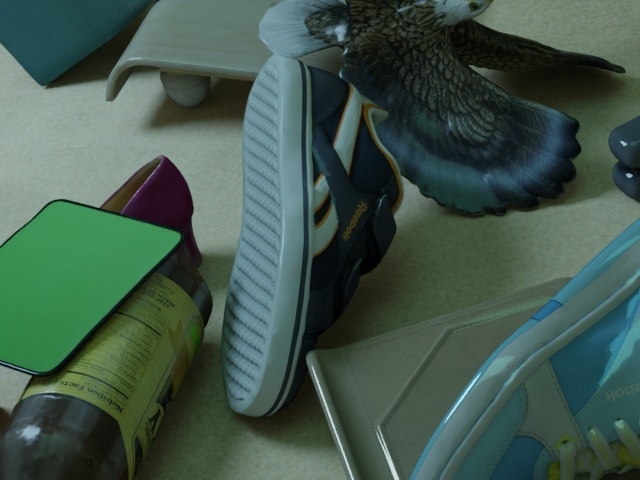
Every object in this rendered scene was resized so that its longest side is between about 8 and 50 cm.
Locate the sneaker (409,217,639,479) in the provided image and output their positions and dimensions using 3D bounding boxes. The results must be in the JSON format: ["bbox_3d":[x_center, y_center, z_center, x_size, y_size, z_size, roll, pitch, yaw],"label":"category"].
[{"bbox_3d":[0.222,0.133,1.325,0.208,0.127,0.319,41,74,21],"label":"sneaker"}]

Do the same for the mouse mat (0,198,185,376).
[{"bbox_3d":[-0.217,0.034,1.551,0.153,0.007,0.189,15,44,33],"label":"mouse mat"}]

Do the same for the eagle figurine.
[{"bbox_3d":[0.110,-0.176,1.738,0.226,0.298,0.225,-45,18,-1],"label":"eagle figurine"}]

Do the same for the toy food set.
[{"bbox_3d":[-0.037,-0.194,1.916,0.306,0.092,0.219,8,42,15],"label":"toy food set"}]

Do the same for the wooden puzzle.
[{"bbox_3d":[0.128,0.137,1.446,0.239,0.044,0.221,-14,45,-7],"label":"wooden puzzle"}]

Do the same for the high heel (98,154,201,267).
[{"bbox_3d":[-0.225,0.009,1.676,0.244,0.117,0.082,-17,37,-3],"label":"high heel"}]

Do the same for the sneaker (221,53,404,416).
[{"bbox_3d":[0.000,0.000,1.591,0.127,0.126,0.321,16,62,-22],"label":"sneaker"}]

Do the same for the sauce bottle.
[{"bbox_3d":[-0.186,0.148,1.494,0.111,0.111,0.344,3,42,21],"label":"sauce bottle"}]

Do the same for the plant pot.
[{"bbox_3d":[-0.232,-0.308,1.975,0.234,0.165,0.165,-25,29,31],"label":"plant pot"}]

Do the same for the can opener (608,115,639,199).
[{"bbox_3d":[0.382,-0.114,1.670,0.280,0.074,0.093,-23,39,-11],"label":"can opener"}]
